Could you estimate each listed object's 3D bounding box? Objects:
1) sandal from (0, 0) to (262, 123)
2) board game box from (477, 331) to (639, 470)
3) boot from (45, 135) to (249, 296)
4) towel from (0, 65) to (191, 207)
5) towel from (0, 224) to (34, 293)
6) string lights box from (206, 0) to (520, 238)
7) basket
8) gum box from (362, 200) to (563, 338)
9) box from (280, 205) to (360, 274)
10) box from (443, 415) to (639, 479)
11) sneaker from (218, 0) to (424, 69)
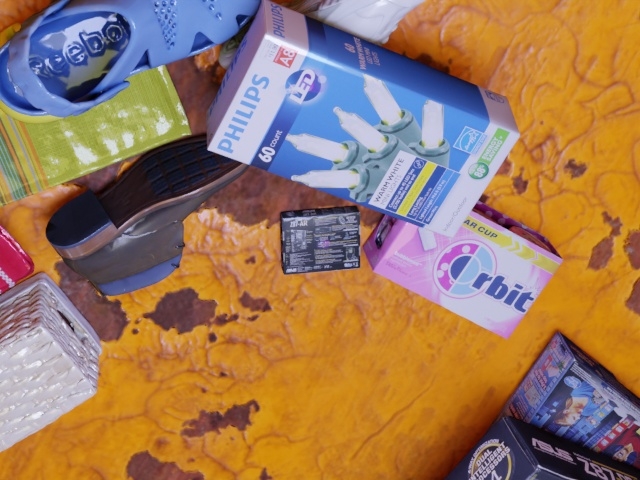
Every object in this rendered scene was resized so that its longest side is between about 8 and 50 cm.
[{"bbox_3d":[-0.165,-0.199,1.232,0.317,0.138,0.126,-35,103,3],"label":"sandal"},{"bbox_3d":[0.274,0.231,1.567,0.194,0.060,0.194,37,107,-28],"label":"board game box"},{"bbox_3d":[-0.158,-0.025,1.372,0.219,0.082,0.106,-25,139,-3],"label":"boot"},{"bbox_3d":[-0.252,-0.105,1.331,0.237,0.021,0.102,-21,118,-1],"label":"towel"},{"bbox_3d":[-0.443,0.028,1.339,0.275,0.031,0.199,-32,116,11],"label":"towel"},{"bbox_3d":[0.037,-0.111,1.273,0.260,0.077,0.133,19,122,-18],"label":"string lights box"},{"bbox_3d":[-0.317,0.133,1.384,0.167,0.103,0.113,-32,117,4],"label":"basket"},{"bbox_3d":[0.145,0.012,1.438,0.188,0.062,0.107,27,107,-20],"label":"gum box"},{"bbox_3d":[0.000,0.000,1.429,0.083,0.018,0.067,-6,116,-8],"label":"box"},{"bbox_3d":[0.256,0.385,1.556,0.395,0.097,0.318,24,112,-36],"label":"box"},{"bbox_3d":[0.024,-0.197,1.313,0.232,0.090,0.115,-26,124,12],"label":"sneaker"}]
